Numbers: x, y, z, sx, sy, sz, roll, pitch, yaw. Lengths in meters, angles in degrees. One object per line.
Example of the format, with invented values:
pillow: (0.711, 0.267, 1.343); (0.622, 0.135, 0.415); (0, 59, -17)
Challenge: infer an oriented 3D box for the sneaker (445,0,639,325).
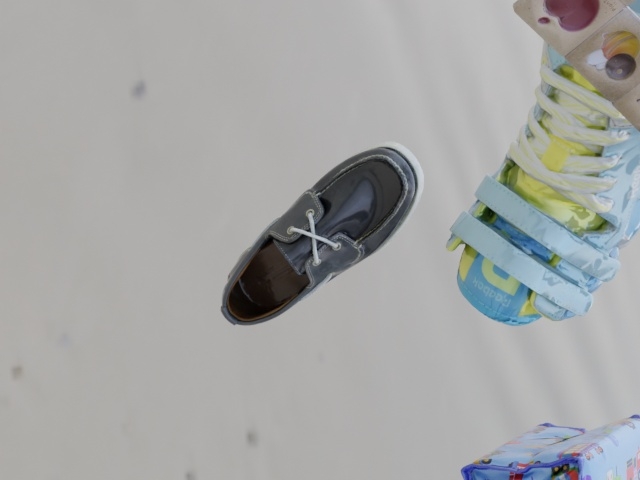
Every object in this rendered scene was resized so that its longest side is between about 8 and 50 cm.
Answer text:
sneaker: (0.162, -0.052, 1.102); (0.208, 0.127, 0.319); (-49, 155, -9)

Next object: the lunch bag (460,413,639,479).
lunch bag: (0.275, 0.352, 1.828); (0.221, 0.138, 0.293); (-12, 93, -61)

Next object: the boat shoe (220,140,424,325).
boat shoe: (0.000, 0.000, 1.509); (0.084, 0.233, 0.079); (50, 33, -2)

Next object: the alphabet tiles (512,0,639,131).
alphabet tiles: (0.242, -0.106, 0.844); (0.237, 0.198, 0.009); (38, 24, -32)
